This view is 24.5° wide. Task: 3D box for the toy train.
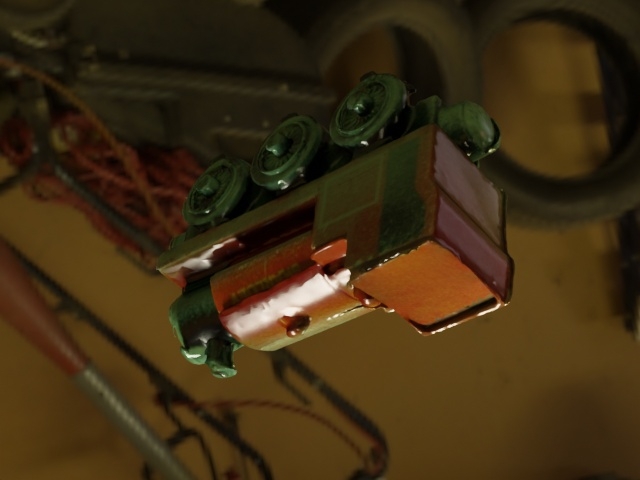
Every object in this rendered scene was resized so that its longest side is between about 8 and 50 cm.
[{"bbox_3d":[0.000,0.000,0.652,0.176,0.118,0.074,-24,130,30],"label":"toy train"}]
